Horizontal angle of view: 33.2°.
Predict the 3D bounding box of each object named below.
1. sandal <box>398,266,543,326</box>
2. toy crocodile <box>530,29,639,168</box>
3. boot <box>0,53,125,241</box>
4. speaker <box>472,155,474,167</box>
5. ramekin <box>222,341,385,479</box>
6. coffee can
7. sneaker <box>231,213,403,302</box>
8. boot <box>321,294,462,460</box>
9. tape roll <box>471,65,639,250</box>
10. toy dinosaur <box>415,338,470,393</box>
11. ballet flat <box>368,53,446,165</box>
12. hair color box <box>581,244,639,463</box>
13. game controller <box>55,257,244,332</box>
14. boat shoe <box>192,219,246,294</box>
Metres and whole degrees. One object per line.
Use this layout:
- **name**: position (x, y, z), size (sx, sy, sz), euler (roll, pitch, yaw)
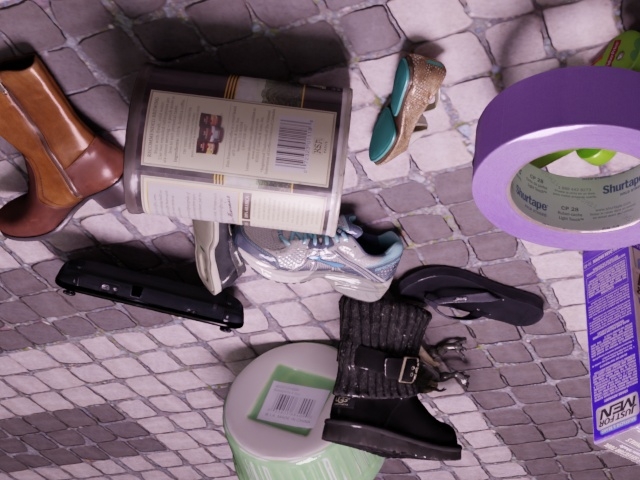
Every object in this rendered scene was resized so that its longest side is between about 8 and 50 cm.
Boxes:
- **sandal**: position (0.257, 0.103, 1.803), size (0.254, 0.054, 0.097), euler (13, 144, -9)
- **toy crocodile**: position (0.366, -0.188, 1.350), size (0.115, 0.105, 0.340), euler (24, 146, -23)
- **boot**: position (-0.437, -0.125, 1.557), size (0.264, 0.096, 0.280), euler (-13, 140, 26)
- **speaker**: position (0.273, -0.083, 1.539), size (0.055, 0.055, 0.136), euler (-19, 138, 31)
- **ramekin**: position (-0.034, 0.332, 1.975), size (0.303, 0.303, 0.148), euler (-4, 137, 14)
- **coffee can**: position (-0.105, -0.118, 1.421), size (0.275, 0.201, 0.201), euler (7, 145, -1)
- **sneaker**: position (0.000, 0.000, 1.674), size (0.283, 0.110, 0.122), euler (12, 128, -25)
- **boot**: position (0.146, 0.244, 1.865), size (0.131, 0.260, 0.348), euler (-3, 161, 38)
- **tape roll**: position (0.328, -0.094, 1.327), size (0.275, 0.090, 0.275), euler (7, 150, 4)
- **toy dinosaur**: position (0.213, 0.225, 1.983), size (0.118, 0.064, 0.268), euler (2, 142, 18)
- **ballet flat**: position (0.120, -0.168, 1.436), size (0.067, 0.073, 0.206), euler (-1, 150, -15)
- **hair color box**: position (0.499, 0.167, 1.610), size (0.185, 0.339, 0.110), euler (26, 141, -25)
- **game controller**: position (-0.284, 0.091, 1.813), size (0.319, 0.067, 0.166), euler (15, 176, -8)
- **boat shoe**: position (-0.157, -0.013, 1.707), size (0.079, 0.084, 0.233), euler (-23, 143, -21)
